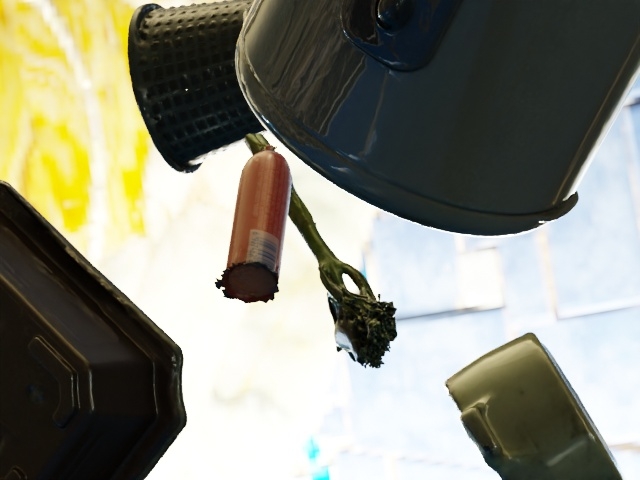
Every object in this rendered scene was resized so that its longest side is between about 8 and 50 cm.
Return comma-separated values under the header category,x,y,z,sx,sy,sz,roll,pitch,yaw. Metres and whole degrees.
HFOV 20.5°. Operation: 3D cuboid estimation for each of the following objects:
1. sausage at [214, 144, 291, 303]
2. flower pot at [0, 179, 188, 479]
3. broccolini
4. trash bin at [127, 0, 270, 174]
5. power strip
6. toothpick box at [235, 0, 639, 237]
category,x,y,z,sx,sy,sz,roll,pitch,yaw
sausage,-0.047,-0.019,1.338,0.050,0.145,0.048,-31,126,33
flower pot,-0.220,0.081,1.169,0.179,0.251,0.084,-53,160,12
broccolini,0.004,0.003,1.506,0.071,0.254,0.057,-36,144,14
trash bin,-0.082,-0.164,1.728,0.161,0.175,0.175,-12,176,19
power strip,0.101,0.102,0.739,0.048,0.080,0.286,-33,156,3
toothpick box,0.098,-0.177,0.920,0.229,0.229,0.316,-6,133,-43
